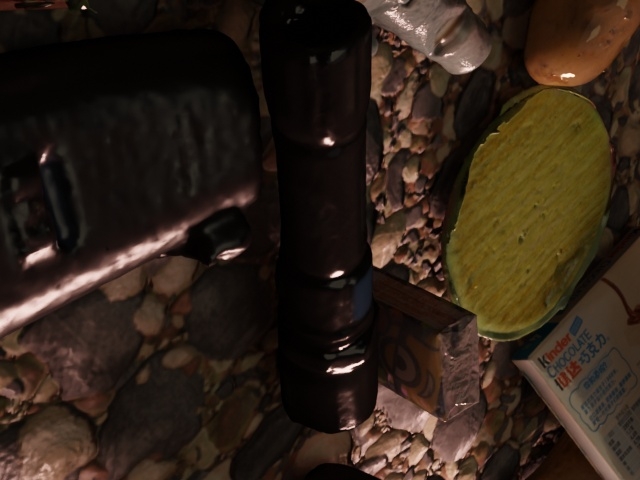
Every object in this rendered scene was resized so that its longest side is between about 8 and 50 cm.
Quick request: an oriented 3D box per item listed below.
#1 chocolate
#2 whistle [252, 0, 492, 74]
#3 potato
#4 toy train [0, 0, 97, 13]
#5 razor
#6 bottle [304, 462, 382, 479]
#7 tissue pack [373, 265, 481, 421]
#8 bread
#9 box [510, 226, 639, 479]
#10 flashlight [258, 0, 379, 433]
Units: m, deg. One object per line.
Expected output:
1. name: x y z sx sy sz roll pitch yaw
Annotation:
1. chocolate: 0.348 0.341 1.263 0.309 0.134 0.134 -43 132 -17
2. whistle: 0.040 -0.221 0.744 0.346 0.133 0.142 19 92 -54
3. potato: 0.273 -0.236 0.948 0.109 0.118 0.178 25 107 -11
4. toy train: -0.101 -0.250 0.528 0.304 0.150 0.222 -6 110 -12
5. razor: -0.187 -0.033 0.621 0.326 0.107 0.189 -24 123 -37
6. bottle: -0.003 0.377 0.950 0.156 0.143 0.271 22 94 -45
7. tissue pack: 0.080 0.095 0.892 0.060 0.148 0.109 -28 126 -32
8. bread: 0.233 -0.030 1.049 0.301 0.045 0.301 -18 118 -37
9. box: 0.416 0.163 1.212 0.273 0.048 0.265 -41 100 -20
10. flashlight: 0.000 0.000 0.752 0.103 0.103 0.424 -32 140 -28
